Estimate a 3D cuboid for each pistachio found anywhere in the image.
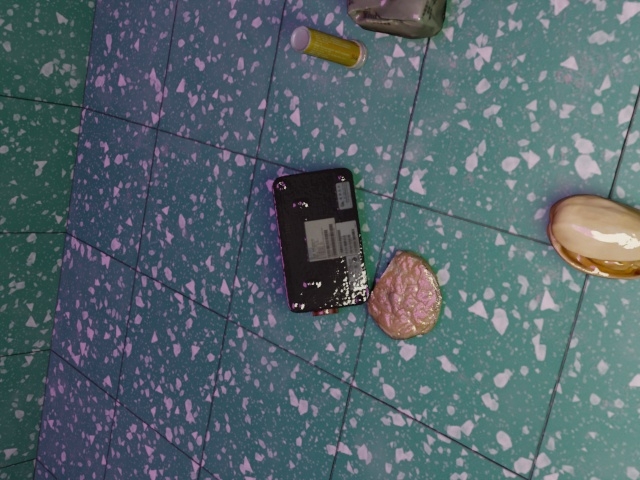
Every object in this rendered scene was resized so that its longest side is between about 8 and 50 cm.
[{"bbox_3d":[0.538,-0.007,1.265,0.229,0.157,0.157,21,105,26],"label":"pistachio"}]

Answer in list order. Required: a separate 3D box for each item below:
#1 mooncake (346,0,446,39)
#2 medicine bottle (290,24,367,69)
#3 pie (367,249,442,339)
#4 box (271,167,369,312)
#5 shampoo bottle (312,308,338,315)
[{"bbox_3d":[0.184,-0.598,1.554,0.250,0.136,0.255,18,98,37],"label":"mooncake"},{"bbox_3d":[0.023,-0.469,1.641,0.073,0.218,0.074,2,93,40],"label":"medicine bottle"},{"bbox_3d":[0.204,0.142,1.606,0.185,0.052,0.218,44,116,33],"label":"pie"},{"bbox_3d":[0.000,0.000,1.701,0.211,0.058,0.350,-9,85,0],"label":"box"},{"bbox_3d":[-0.009,0.040,1.770,0.118,0.076,0.314,-10,84,24],"label":"shampoo bottle"}]
